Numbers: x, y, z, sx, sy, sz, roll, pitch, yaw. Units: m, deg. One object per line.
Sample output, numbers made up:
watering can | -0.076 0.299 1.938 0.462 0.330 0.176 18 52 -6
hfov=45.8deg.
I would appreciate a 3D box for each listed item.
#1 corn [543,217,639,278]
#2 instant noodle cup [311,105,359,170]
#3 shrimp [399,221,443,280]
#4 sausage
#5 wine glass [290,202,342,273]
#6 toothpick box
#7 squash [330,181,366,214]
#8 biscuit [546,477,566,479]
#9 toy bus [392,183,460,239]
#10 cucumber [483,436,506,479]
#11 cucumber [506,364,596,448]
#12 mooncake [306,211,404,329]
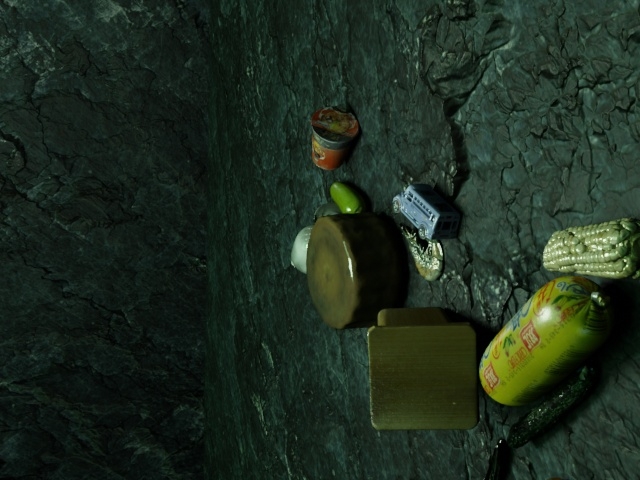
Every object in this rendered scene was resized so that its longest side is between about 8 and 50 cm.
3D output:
corn | 0.400 0.010 1.110 0.211 0.087 0.087 -177 83 -70
instant noodle cup | 0.028 -0.258 1.967 0.135 0.127 0.127 103 154 -55
shrimp | 0.224 0.011 1.636 0.091 0.034 0.161 -58 46 38
sausage | 0.350 0.166 1.203 0.347 0.123 0.123 114 145 -52
wine glass | 0.000 0.000 2.069 0.241 0.127 0.126 128 133 -56
toothpick box | 0.187 0.226 1.452 0.308 0.190 0.187 -47 -46 -84
squash | 0.068 -0.109 1.961 0.201 0.066 0.066 -123 34 -62
biscuit | 0.411 0.488 1.249 0.188 0.027 0.187 177 90 -68
toy bus | 0.219 -0.065 1.569 0.167 0.073 0.076 52 138 49
cucumber | 0.332 0.432 1.431 0.034 0.033 0.134 24 124 23
cucumber | 0.383 0.279 1.254 0.043 0.044 0.256 -55 -7 -42
mooncake | 0.081 0.073 1.825 0.290 0.161 0.290 174 90 -68
